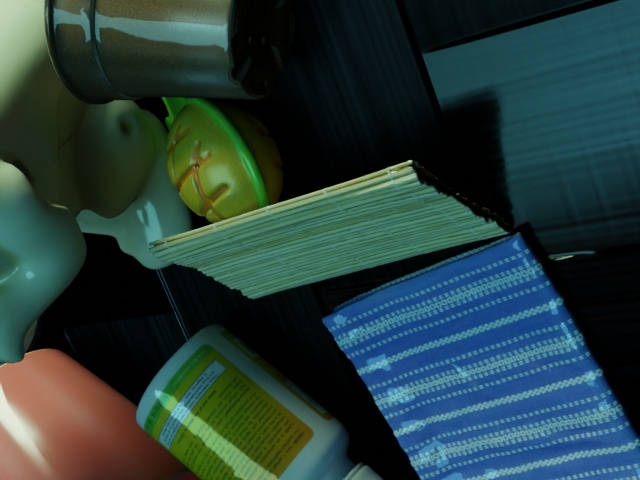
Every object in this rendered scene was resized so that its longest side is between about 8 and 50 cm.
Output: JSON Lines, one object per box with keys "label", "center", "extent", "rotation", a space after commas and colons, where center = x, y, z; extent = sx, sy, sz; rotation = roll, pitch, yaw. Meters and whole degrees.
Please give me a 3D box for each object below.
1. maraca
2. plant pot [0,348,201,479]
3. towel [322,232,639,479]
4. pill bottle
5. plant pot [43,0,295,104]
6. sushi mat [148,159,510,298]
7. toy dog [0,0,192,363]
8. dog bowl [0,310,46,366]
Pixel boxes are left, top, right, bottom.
{"label": "maraca", "center": [-0.101, -0.083, 1.004], "extent": [0.186, 0.099, 0.127], "rotation": [45, 149, 36]}
{"label": "plant pot", "center": [-0.299, 0.276, 1.246], "extent": [0.243, 0.275, 0.275], "rotation": [44, 132, 20]}
{"label": "towel", "center": [0.167, 0.176, 0.999], "extent": [0.243, 0.040, 0.336], "rotation": [-25, 99, 40]}
{"label": "pill bottle", "center": [-0.057, 0.211, 1.105], "extent": [0.245, 0.136, 0.136], "rotation": [38, 130, 12]}
{"label": "plant pot", "center": [-0.120, -0.190, 0.922], "extent": [0.165, 0.167, 0.167], "rotation": [11, 120, 21]}
{"label": "sushi mat", "center": [0.000, 0.000, 0.967], "extent": [0.316, 0.151, 0.019], "rotation": [-16, 62, 39]}
{"label": "toy dog", "center": [-0.328, -0.073, 0.940], "extent": [0.284, 0.408, 0.396], "rotation": [12, 111, 20]}
{"label": "dog bowl", "center": [-0.538, 0.019, 1.321], "extent": [0.407, 0.150, 0.408], "rotation": [16, 123, 26]}
